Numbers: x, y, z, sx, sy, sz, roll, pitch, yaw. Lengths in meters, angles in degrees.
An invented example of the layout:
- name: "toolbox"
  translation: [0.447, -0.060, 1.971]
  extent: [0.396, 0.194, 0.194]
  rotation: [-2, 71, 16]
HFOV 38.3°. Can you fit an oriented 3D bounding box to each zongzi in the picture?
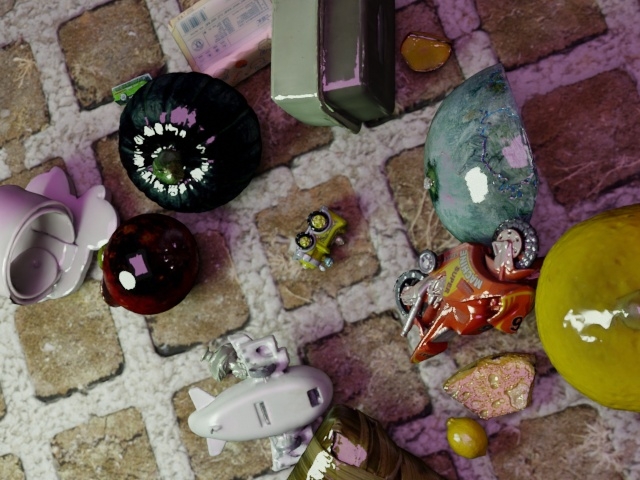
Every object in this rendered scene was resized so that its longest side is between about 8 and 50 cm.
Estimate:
- name: "zongzi"
  translation: [0.075, 0.446, 1.493]
  extent: [0.288, 0.134, 0.286]
  rotation: [30, 103, -8]

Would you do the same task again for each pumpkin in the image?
- name: "pumpkin"
  translation: [-0.230, -0.154, 1.544]
  extent: [0.248, 0.248, 0.248]
  rotation: [-2, 83, 13]

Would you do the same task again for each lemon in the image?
- name: "lemon"
  translation: [0.464, 0.094, 1.322]
  extent: [0.336, 0.336, 0.336]
  rotation: [-2, 83, 13]
- name: "lemon"
  translation: [0.235, 0.317, 1.487]
  extent: [0.083, 0.062, 0.062]
  rotation: [42, 94, 14]

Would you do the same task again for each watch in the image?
- name: "watch"
  translation: [-0.497, -0.009, 1.610]
  extent: [0.211, 0.217, 0.248]
  rotation: [20, 89, 19]

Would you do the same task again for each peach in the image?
- name: "peach"
  translation: [0.183, -0.331, 1.581]
  extent: [0.083, 0.050, 0.077]
  rotation: [-27, 101, 18]

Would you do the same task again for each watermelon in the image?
- name: "watermelon"
  translation: [0.245, -0.127, 1.473]
  extent: [0.175, 0.188, 0.321]
  rotation: [-14, 79, 9]

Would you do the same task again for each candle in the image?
- name: "candle"
  translation: [0.317, 0.058, 1.506]
  extent: [0.162, 0.048, 0.053]
  rotation: [-6, 101, 12]

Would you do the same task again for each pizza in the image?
- name: "pizza"
  translation: [0.284, 0.237, 1.499]
  extent: [0.160, 0.036, 0.099]
  rotation: [-21, 79, 10]

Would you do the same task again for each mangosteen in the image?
- name: "mangosteen"
  translation: [-0.308, 0.042, 1.599]
  extent: [0.200, 0.200, 0.199]
  rotation: [-2, 83, 13]

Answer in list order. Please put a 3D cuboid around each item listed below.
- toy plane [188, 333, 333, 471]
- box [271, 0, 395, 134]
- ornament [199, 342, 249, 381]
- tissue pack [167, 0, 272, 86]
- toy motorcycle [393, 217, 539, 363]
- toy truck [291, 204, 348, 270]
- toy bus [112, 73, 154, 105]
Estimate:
- name: "toy plane"
  translation: [-0.101, 0.274, 1.538]
  extent: [0.252, 0.118, 0.252]
  rotation: [0, 102, 1]
- name: "box"
  translation: [0.025, -0.332, 1.533]
  extent: [0.166, 0.220, 0.290]
  rotation: [-2, 83, 21]
- name: "ornament"
  translation: [-0.163, 0.213, 1.598]
  extent: [0.092, 0.041, 0.068]
  rotation: [-2, 91, -5]
- name: "tissue pack"
  translation: [-0.151, -0.371, 1.642]
  extent: [0.196, 0.092, 0.148]
  rotation: [-31, 77, 9]
- name: "toy motorcycle"
  translation: [0.231, 0.083, 1.444]
  extent: [0.298, 0.089, 0.171]
  rotation: [-32, 70, 42]
- name: "toy truck"
  translation: [0.000, 0.000, 1.579]
  extent: [0.077, 0.076, 0.111]
  rotation: [30, 92, -5]
- name: "toy bus"
  translation: [-0.343, -0.279, 1.707]
  extent: [0.083, 0.031, 0.037]
  rotation: [-21, 70, 10]
